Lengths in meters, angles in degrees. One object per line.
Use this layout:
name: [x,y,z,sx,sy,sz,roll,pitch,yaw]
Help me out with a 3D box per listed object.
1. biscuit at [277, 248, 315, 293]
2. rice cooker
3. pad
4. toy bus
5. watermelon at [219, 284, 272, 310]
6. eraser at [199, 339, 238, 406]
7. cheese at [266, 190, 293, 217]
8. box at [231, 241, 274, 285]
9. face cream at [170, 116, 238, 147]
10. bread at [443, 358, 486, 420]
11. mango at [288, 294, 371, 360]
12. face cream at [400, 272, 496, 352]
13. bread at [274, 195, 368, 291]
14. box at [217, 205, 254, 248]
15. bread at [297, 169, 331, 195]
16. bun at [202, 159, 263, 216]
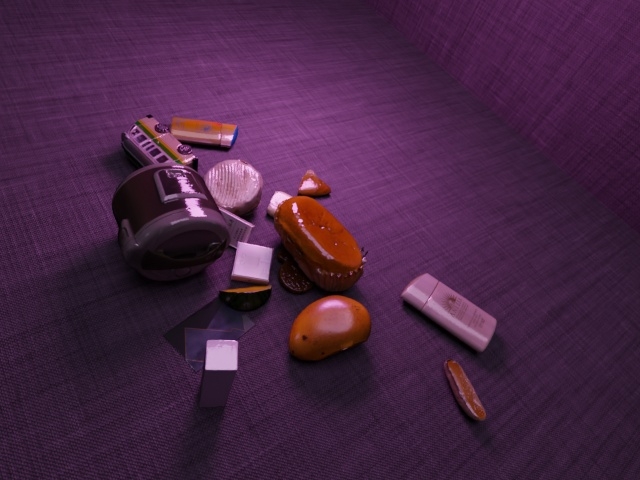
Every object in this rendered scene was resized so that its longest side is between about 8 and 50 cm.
biscuit: [-0.077,0.093,1.574,0.180,0.039,0.236,19,49,-8]
rice cooker: [-0.478,-0.051,1.371,0.336,0.335,0.325,-16,59,-28]
pad: [-0.349,0.284,1.353,0.164,0.004,0.243,41,51,16]
toy bus: [-0.637,-0.336,1.668,0.305,0.143,0.179,43,54,15]
watermelon: [-0.242,0.177,1.423,0.182,0.075,0.091,-1,48,-19]
eraser: [-0.273,0.358,1.123,0.076,0.298,0.078,5,53,-15]
cheese: [-0.088,-0.113,1.728,0.252,0.054,0.127,20,52,-2]
box: [-0.239,0.082,1.506,0.130,0.051,0.129,11,61,-9]
face cream: [-0.508,-0.473,1.870,0.286,0.067,0.139,4,54,-16]
bread: [0.471,0.500,1.417,0.073,0.053,0.214,-3,51,-26]
mango: [0.024,0.283,1.385,0.291,0.159,0.190,-21,68,-20]
face cream: [0.481,0.256,1.598,0.349,0.081,0.173,36,50,11]
bread: [-0.007,0.007,1.525,0.389,0.183,0.236,42,49,11]
box: [-0.349,-0.051,1.558,0.199,0.109,0.029,28,16,5]
bread: [-0.048,-0.237,1.843,0.136,0.054,0.154,-34,66,-33]
bun: [-0.334,-0.196,1.650,0.240,0.141,0.238,2,74,-7]
